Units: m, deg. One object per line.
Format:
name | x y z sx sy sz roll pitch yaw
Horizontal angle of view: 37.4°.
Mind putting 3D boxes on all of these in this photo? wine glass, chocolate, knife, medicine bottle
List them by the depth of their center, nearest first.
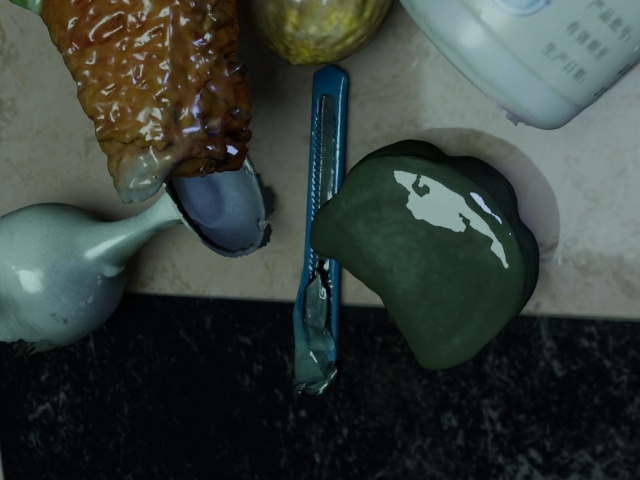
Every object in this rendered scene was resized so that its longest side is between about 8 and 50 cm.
medicine bottle | 0.196 -0.221 0.593 0.293 0.170 0.170 -44 84 24
chocolate | 0.024 -0.274 0.672 0.134 0.134 0.309 29 113 14
knife | -0.001 0.000 0.804 0.044 0.026 0.297 11 107 32
wine glass | -0.202 0.007 0.830 0.321 0.143 0.143 -27 91 28

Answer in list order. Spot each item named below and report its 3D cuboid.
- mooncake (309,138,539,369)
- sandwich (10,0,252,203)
mooncake | 0.081 0.010 0.730 0.168 0.104 0.175 -8 101 21
sandwich | -0.131 -0.168 0.649 0.250 0.162 0.301 131 137 -58
